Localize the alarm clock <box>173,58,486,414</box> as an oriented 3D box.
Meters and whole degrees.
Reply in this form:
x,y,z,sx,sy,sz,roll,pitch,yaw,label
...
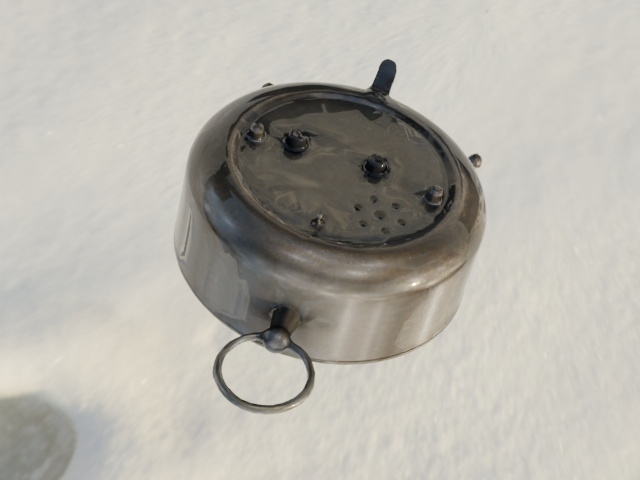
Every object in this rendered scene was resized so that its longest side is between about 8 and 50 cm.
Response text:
x,y,z,sx,sy,sz,roll,pitch,yaw,label
0.000,0.000,0.706,0.129,0.192,0.064,19,136,3,alarm clock
